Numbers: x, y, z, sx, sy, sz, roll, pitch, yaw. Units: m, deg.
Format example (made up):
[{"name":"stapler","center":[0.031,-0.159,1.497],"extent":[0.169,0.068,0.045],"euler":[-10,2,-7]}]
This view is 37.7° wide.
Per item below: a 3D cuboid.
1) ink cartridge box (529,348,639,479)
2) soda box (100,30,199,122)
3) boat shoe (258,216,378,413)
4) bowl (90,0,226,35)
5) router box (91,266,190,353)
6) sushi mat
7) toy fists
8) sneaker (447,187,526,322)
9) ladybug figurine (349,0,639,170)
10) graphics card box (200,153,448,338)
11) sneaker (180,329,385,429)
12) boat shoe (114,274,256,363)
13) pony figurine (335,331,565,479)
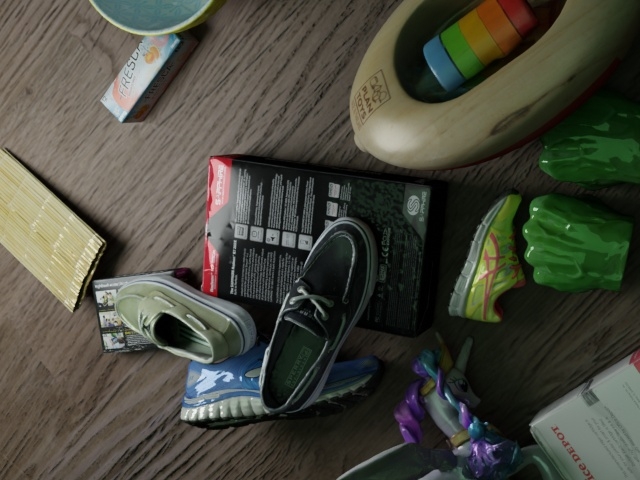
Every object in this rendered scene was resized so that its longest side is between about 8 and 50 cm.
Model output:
[{"name":"ink cartridge box","center":[0.424,0.257,1.287],"extent":[0.218,0.092,0.159],"euler":[-38,81,22]},{"name":"soda box","center":[-0.283,-0.279,1.549],"extent":[0.058,0.063,0.183],"euler":[45,112,12]},{"name":"boat shoe","center":[-0.010,0.107,1.335],"extent":[0.108,0.102,0.301],"euler":[26,94,17]},{"name":"bowl","center":[-0.221,-0.458,1.446],"extent":[0.289,0.156,0.290],"euler":[4,99,24]},{"name":"router box","center":[-0.305,0.123,1.623],"extent":[0.178,0.046,0.133],"euler":[-7,94,25]},{"name":"sushi mat","center":[-0.512,-0.023,1.689],"extent":[0.316,0.019,0.151],"euler":[38,112,24]},{"name":"toy fists","center":[0.359,-0.067,1.274],"extent":[0.142,0.096,0.279],"euler":[11,100,15]},{"name":"sneaker","center":[0.258,0.026,1.346],"extent":[0.094,0.081,0.209],"euler":[22,112,13]},{"name":"ladybug figurine","center":[0.235,-0.245,1.237],"extent":[0.449,0.162,0.305],"euler":[-32,52,26]},{"name":"graphics card box","center":[0.000,0.000,1.443],"extent":[0.370,0.094,0.233],"euler":[9,100,24]},{"name":"sneaker","center":[-0.064,0.206,1.473],"extent":[0.329,0.130,0.147],"euler":[-8,71,9]},{"name":"boat shoe","center":[-0.237,0.123,1.482],"extent":[0.302,0.094,0.109],"euler":[8,108,39]},{"name":"pony figurine","center":[0.170,0.356,1.347],"extent":[0.351,0.303,0.363],"euler":[-35,77,-8]}]
